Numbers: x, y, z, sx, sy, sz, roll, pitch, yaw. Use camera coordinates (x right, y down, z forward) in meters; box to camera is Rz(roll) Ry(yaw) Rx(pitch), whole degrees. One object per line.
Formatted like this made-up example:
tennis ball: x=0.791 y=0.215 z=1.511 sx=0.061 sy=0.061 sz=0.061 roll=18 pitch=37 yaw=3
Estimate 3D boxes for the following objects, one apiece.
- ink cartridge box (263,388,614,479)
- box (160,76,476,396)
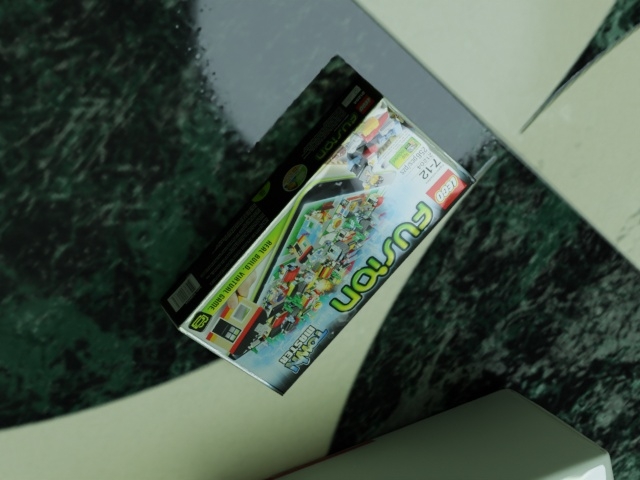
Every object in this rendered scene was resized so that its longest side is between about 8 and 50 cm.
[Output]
ink cartridge box: x=0.095 y=0.349 z=1.228 sx=0.279 sy=0.160 sz=0.385 roll=-19 pitch=110 yaw=-18
box: x=0.000 y=0.000 z=1.099 sx=0.207 sy=0.036 sz=0.114 roll=-49 pitch=129 yaw=6
